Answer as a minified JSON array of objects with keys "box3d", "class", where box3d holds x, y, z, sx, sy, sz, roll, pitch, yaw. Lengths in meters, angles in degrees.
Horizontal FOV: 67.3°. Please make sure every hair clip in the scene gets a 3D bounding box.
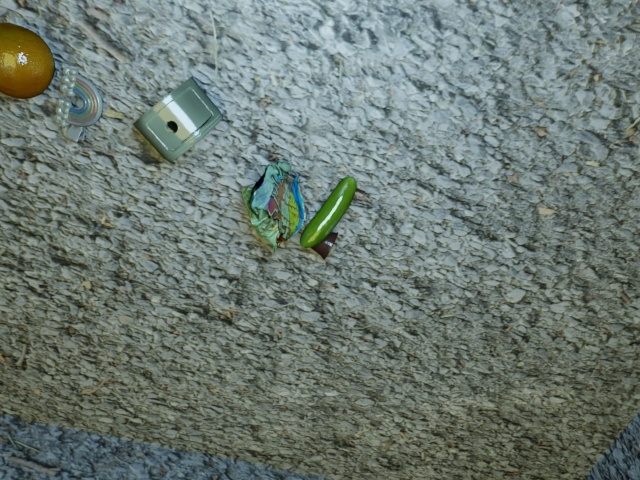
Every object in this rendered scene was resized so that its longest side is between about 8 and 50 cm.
[{"box3d":[-0.758,-0.417,1.515,0.140,0.054,0.220,22,111,-5],"class":"hair clip"}]

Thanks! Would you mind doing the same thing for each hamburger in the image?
[{"box3d":[-0.164,-0.122,1.566,0.150,0.260,0.276,4,138,29],"class":"hamburger"}]

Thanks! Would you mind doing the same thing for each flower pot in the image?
[{"box3d":[0.000,0.000,1.713,0.089,0.111,0.111,28,113,-3],"class":"flower pot"}]

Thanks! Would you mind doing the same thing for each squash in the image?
[{"box3d":[0.033,-0.091,1.641,0.082,0.082,0.292,37,88,-18],"class":"squash"}]

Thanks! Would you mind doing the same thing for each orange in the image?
[{"box3d":[-0.872,-0.513,1.384,0.206,0.206,0.206,-1,117,-1],"class":"orange"}]

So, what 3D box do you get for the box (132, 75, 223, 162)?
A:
[{"box3d":[-0.424,-0.362,1.446,0.226,0.226,0.149,-34,113,15],"class":"box"}]
